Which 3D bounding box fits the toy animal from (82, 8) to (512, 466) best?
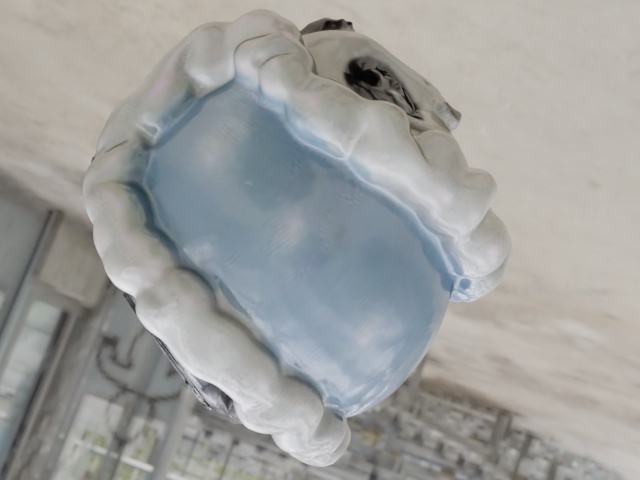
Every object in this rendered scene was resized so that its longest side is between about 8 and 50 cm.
[{"bbox_3d":[0.000,0.000,0.666,0.208,0.204,0.156,49,175,-39],"label":"toy animal"}]
